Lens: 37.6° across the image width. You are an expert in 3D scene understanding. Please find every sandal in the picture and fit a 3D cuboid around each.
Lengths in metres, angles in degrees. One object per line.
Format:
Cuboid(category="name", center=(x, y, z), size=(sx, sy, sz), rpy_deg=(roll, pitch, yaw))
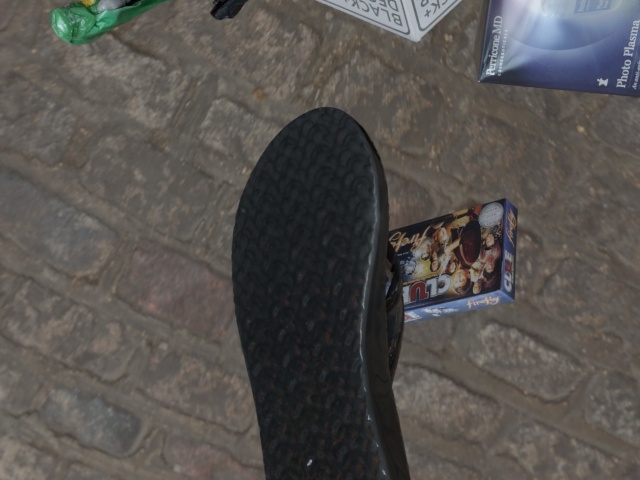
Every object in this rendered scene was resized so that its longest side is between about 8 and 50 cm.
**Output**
Cuboid(category="sandal", center=(0.011, 0.100, 0.884), size=(0.167, 0.107, 0.446), rpy_deg=(-10, 78, 30))

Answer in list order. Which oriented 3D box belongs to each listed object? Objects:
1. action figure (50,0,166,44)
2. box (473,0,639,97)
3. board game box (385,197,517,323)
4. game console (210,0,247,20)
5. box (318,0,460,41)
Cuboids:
Cuboid(category="action figure", center=(-0.212, -0.252, 0.985), size=(0.137, 0.232, 0.064), rpy_deg=(-17, 110, 26))
Cuboid(category="box", center=(0.416, -0.405, 1.544), size=(0.293, 0.183, 0.296), rpy_deg=(6, 115, 5))
Cuboid(category="board game box", center=(0.196, 0.040, 1.502), size=(0.243, 0.165, 0.042), rpy_deg=(-17, 143, 37))
Cuboid(category="game console", center=(-0.089, -0.475, 1.560), size=(0.044, 0.361, 0.213), rpy_deg=(38, 126, -15))
Cuboid(category="box", center=(0.011, -0.300, 0.688), size=(0.087, 0.169, 0.290), rpy_deg=(-46, 144, -16))
